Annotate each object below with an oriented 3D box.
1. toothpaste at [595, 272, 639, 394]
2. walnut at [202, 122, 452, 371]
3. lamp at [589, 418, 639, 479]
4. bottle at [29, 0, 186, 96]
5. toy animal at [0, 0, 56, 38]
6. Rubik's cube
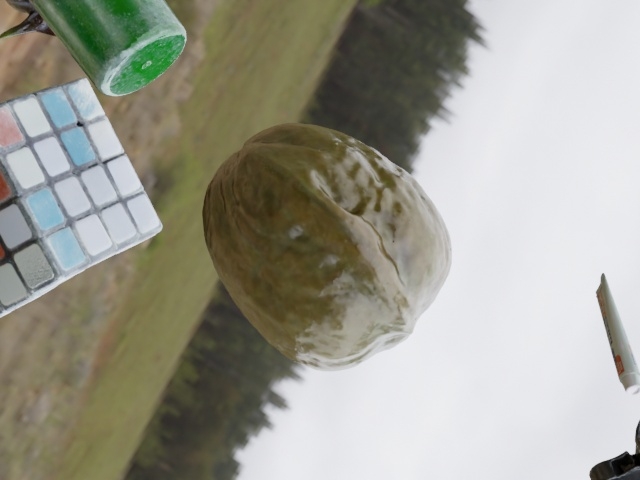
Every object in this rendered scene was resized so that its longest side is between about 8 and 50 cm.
[{"bbox_3d":[0.447,0.143,2.244,0.218,0.033,0.052,-98,-169,-45],"label":"toothpaste"},{"bbox_3d":[0.000,0.000,1.566,0.227,0.283,0.283,-41,-179,-18],"label":"walnut"},{"bbox_3d":[0.357,0.250,1.512,0.147,0.172,0.227,-107,-175,-45],"label":"lamp"},{"bbox_3d":[-0.235,-0.269,1.225,0.093,0.330,0.093,-35,168,-9],"label":"bottle"},{"bbox_3d":[-0.347,-0.300,1.694,0.105,0.202,0.070,-42,155,13],"label":"toy animal"},{"bbox_3d":[-0.424,-0.049,2.078,0.253,0.256,0.259,-25,-174,33],"label":"Rubik's cube"}]
